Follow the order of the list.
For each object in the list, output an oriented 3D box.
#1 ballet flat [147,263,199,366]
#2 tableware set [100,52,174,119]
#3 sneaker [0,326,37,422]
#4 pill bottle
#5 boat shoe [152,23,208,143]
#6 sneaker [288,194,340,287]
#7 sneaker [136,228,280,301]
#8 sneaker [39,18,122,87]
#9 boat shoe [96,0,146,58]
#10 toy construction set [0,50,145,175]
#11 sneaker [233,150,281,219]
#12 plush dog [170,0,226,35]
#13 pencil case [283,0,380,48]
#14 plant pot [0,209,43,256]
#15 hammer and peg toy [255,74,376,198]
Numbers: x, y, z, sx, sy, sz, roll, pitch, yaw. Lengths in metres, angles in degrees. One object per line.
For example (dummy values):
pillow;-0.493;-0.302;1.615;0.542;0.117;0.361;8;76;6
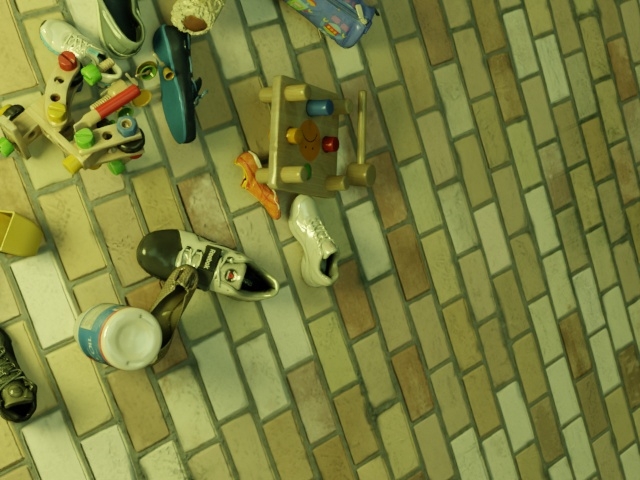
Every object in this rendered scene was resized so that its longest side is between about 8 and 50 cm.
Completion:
ballet flat;-0.328;0.163;1.918;0.084;0.058;0.250;28;101;-12
tableware set;-0.376;-0.315;1.901;0.154;0.024;0.104;-37;149;1
sneaker;-0.608;0.249;1.745;0.087;0.130;0.227;-24;101;-32
pill bottle;-0.414;0.188;1.814;0.124;0.221;0.124;0;89;-33
boat shoe;-0.290;-0.340;1.964;0.089;0.109;0.258;-11;98;-36
sneaker;0.000;0.000;2.146;0.090;0.115;0.232;-22;102;-31
sneaker;-0.233;0.055;1.981;0.331;0.146;0.122;18;82;-30
sneaker;-0.481;-0.389;1.853;0.191;0.083;0.071;35;74;-27
boat shoe;-0.426;-0.541;1.877;0.116;0.099;0.319;-16;99;-32
toy construction set;-0.486;-0.214;1.737;0.237;0.309;0.257;-39;102;-22
sneaker;-0.145;-0.121;2.095;0.067;0.064;0.175;-30;102;-8
plush dog;-0.273;-0.605;1.913;0.225;0.262;0.210;30;35;-18
pencil case;-0.005;-0.574;2.132;0.306;0.133;0.119;31;81;-28
plant pot;-0.596;-0.007;1.783;0.083;0.081;0.081;26;76;-41
hammer and peg toy;-0.007;-0.235;2.122;0.361;0.127;0.265;3;88;-57
